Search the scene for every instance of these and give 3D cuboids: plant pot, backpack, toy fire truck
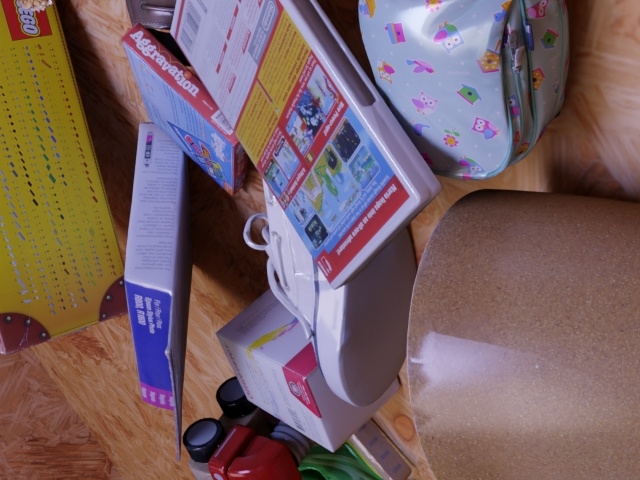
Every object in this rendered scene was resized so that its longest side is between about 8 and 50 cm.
[{"bbox_3d":[0.227,0.077,0.561,0.254,0.237,0.237,-1,123,39],"label":"plant pot"},{"bbox_3d":[0.099,-0.135,0.584,0.152,0.115,0.182,21,142,40],"label":"backpack"},{"bbox_3d":[-0.023,0.280,1.165,0.246,0.217,0.158,6,131,34],"label":"toy fire truck"}]

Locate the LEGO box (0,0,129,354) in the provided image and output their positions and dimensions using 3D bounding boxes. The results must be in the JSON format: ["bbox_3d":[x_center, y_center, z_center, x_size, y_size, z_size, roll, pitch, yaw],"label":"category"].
[{"bbox_3d":[-0.475,-0.118,1.217,0.372,0.193,0.500,3,108,56],"label":"LEGO box"}]

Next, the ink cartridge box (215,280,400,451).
[{"bbox_3d":[-0.017,0.149,1.066,0.176,0.127,0.128,19,139,45],"label":"ink cartridge box"}]

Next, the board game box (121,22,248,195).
[{"bbox_3d":[-0.137,-0.127,0.919,0.145,0.027,0.281,44,171,0],"label":"board game box"}]

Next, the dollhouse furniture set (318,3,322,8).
[{"bbox_3d":[-0.056,-0.225,0.737,0.091,0.081,0.114,41,150,19],"label":"dollhouse furniture set"}]

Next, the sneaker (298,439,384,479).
[{"bbox_3d":[0.077,0.389,1.215,0.295,0.123,0.109,34,147,28],"label":"sneaker"}]

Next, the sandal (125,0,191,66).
[{"bbox_3d":[-0.134,-0.215,0.859,0.303,0.086,0.120,52,152,-1],"label":"sandal"}]

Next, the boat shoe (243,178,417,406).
[{"bbox_3d":[-0.006,0.003,0.877,0.156,0.136,0.367,23,138,41],"label":"boat shoe"}]

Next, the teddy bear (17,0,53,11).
[{"bbox_3d":[-0.271,-0.354,0.821,0.338,0.113,0.245,15,99,61],"label":"teddy bear"}]

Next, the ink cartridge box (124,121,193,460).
[{"bbox_3d":[-0.209,0.074,1.117,0.071,0.330,0.324,3,144,-5],"label":"ink cartridge box"}]

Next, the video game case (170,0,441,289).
[{"bbox_3d":[-0.028,-0.113,0.680,0.285,0.025,0.204,58,155,9],"label":"video game case"}]
